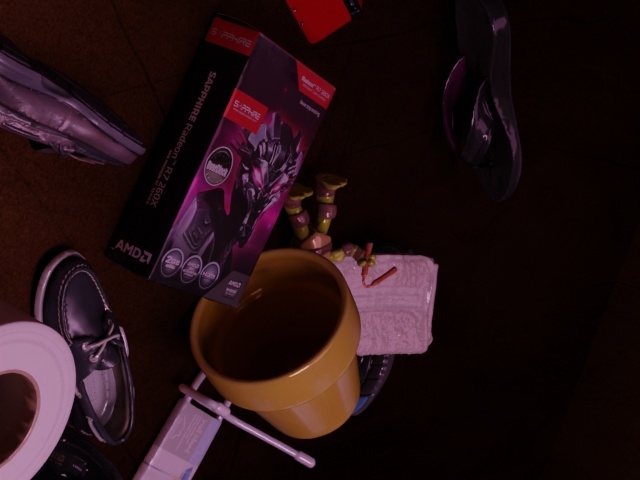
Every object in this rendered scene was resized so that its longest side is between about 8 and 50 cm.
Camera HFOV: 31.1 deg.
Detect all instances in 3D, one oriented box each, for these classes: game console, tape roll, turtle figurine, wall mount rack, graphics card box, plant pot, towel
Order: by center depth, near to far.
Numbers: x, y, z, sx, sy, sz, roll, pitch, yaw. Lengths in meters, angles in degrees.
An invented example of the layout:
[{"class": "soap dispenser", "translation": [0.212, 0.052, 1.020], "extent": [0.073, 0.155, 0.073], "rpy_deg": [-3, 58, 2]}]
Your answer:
[{"class": "tape roll", "translation": [-0.422, 0.171, 1.297], "extent": [0.246, 0.169, 0.246], "rpy_deg": [-37, 140, -39]}, {"class": "graphics card box", "translation": [-0.134, -0.103, 1.630], "extent": [0.233, 0.094, 0.370], "rpy_deg": [27, 89, -60]}, {"class": "game console", "translation": [0.004, -0.388, 1.721], "extent": [0.144, 0.085, 0.124], "rpy_deg": [55, 32, -56]}, {"class": "plant pot", "translation": [-0.044, 0.181, 1.792], "extent": [0.254, 0.254, 0.239], "rpy_deg": [-51, 141, -23]}, {"class": "wall mount rack", "translation": [-0.171, 0.384, 1.852], "extent": [0.350, 0.131, 0.304], "rpy_deg": [-61, 142, -11]}, {"class": "turtle figurine", "translation": [0.000, 0.000, 1.898], "extent": [0.270, 0.087, 0.217], "rpy_deg": [-9, 118, -18]}, {"class": "towel", "translation": [0.085, 0.114, 2.038], "extent": [0.282, 0.049, 0.187], "rpy_deg": [0, 99, -30]}]

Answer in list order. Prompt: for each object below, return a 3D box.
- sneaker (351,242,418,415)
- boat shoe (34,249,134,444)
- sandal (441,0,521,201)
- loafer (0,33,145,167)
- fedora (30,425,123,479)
[{"class": "sneaker", "translation": [0.117, 0.175, 2.187], "extent": [0.140, 0.125, 0.340], "rpy_deg": [8, 105, -60]}, {"class": "boat shoe", "translation": [-0.303, 0.148, 1.542], "extent": [0.114, 0.091, 0.302], "rpy_deg": [-41, 142, -36]}, {"class": "sandal", "translation": [0.281, -0.261, 2.141], "extent": [0.107, 0.167, 0.445], "rpy_deg": [-23, 127, -16]}, {"class": "loafer", "translation": [-0.325, -0.149, 1.312], "extent": [0.095, 0.109, 0.302], "rpy_deg": [-47, 144, 6]}, {"class": "fedora", "translation": [-0.401, 0.381, 1.446], "extent": [0.334, 0.334, 0.152], "rpy_deg": [-25, 161, -48]}]
